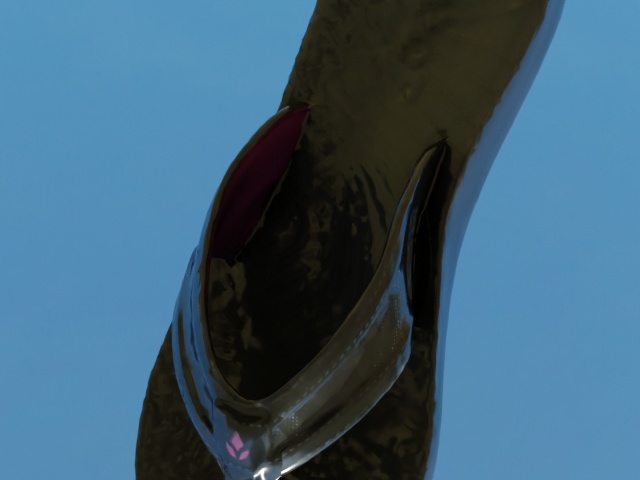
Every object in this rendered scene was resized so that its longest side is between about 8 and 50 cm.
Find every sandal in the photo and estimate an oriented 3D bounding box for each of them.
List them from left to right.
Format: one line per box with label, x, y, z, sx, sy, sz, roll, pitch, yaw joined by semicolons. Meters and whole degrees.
sandal;-0.002;-0.002;0.724;0.167;0.107;0.446;13;-99;26
